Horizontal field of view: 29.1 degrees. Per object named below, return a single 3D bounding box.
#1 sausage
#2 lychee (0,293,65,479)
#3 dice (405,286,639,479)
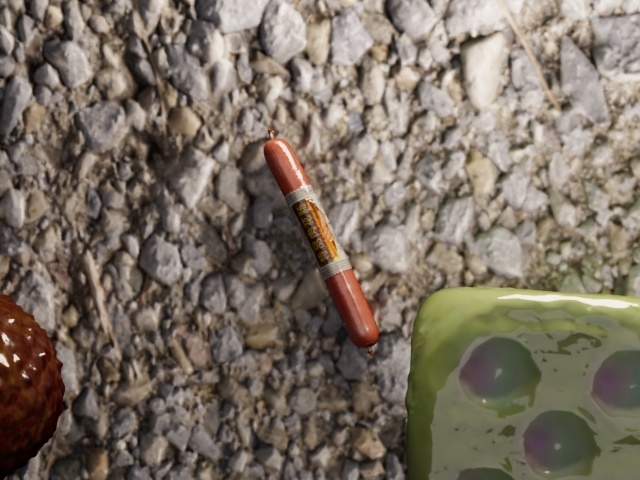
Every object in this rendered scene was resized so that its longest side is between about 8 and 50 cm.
[{"bbox_3d":[0.000,0.000,1.244,0.034,0.034,0.253,-27,81,8],"label":"sausage"},{"bbox_3d":[-0.381,0.142,1.188,0.260,0.260,0.261,-1,86,10],"label":"lychee"},{"bbox_3d":[0.209,0.169,1.085,0.254,0.252,0.250,3,86,12],"label":"dice"}]
